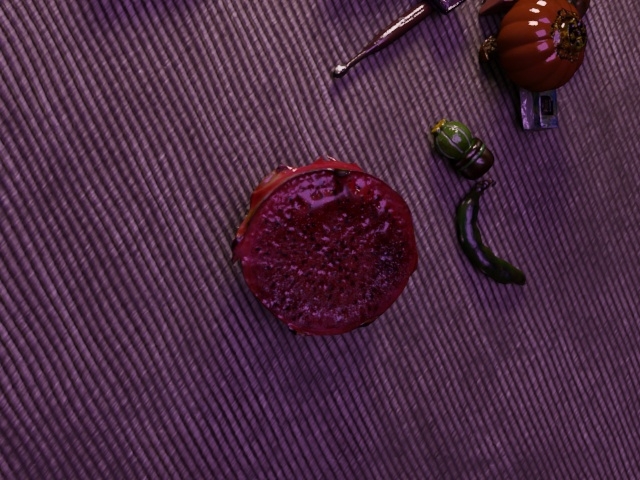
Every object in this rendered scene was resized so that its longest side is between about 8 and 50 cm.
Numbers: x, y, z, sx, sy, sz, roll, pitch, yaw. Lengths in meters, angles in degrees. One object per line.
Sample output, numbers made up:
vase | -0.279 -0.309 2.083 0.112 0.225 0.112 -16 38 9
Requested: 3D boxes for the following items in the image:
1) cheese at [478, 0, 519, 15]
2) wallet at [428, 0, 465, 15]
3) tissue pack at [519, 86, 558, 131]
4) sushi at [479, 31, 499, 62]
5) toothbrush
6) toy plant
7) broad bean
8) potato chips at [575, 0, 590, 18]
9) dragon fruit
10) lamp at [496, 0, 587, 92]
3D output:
cheese | 0.515 -0.621 1.541 0.177 0.128 0.202 20 84 -16
wallet | 0.281 -0.618 1.494 0.111 0.030 0.166 -38 80 -13
tissue pack | 0.535 -0.330 1.576 0.079 0.085 0.110 -5 94 -15
sushi | 0.440 -0.485 1.560 0.120 0.055 0.052 -30 93 -16
toothbrush | 0.169 -0.489 1.486 0.364 0.041 0.040 -39 101 -13
toy plant | 0.336 -0.223 1.517 0.162 0.093 0.092 39 80 -11
broad bean | 0.415 -0.001 1.566 0.144 0.049 0.291 -23 97 -16
potato chips | 0.648 -0.634 1.569 0.150 0.049 0.201 62 37 -35
dragon fruit | 0.000 0.000 1.347 0.387 0.249 0.370 6 105 -13
lamp | 0.510 -0.454 1.458 0.223 0.197 0.223 -2 94 -33
